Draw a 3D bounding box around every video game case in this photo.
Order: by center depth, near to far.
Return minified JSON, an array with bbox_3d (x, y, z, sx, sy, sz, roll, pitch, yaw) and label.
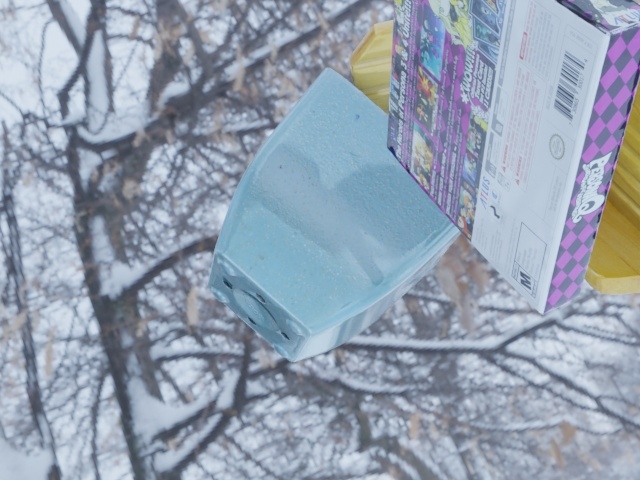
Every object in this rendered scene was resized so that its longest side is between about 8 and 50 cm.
[{"bbox_3d":[0.117,-0.098,0.652,0.042,0.210,0.232,-22,-42,-19],"label":"video game case"}]

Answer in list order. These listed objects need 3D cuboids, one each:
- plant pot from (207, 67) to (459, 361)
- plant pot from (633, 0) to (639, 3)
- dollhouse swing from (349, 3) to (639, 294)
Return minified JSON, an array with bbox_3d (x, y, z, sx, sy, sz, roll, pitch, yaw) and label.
[{"bbox_3d":[0.000,0.000,1.165,0.252,0.248,0.247,-46,-7,-22],"label":"plant pot"},{"bbox_3d":[0.213,-0.305,0.723,0.237,0.237,0.109,-32,23,19],"label":"plant pot"},{"bbox_3d":[0.238,-0.100,1.115,0.305,0.315,0.346,-20,-49,-8],"label":"dollhouse swing"}]
